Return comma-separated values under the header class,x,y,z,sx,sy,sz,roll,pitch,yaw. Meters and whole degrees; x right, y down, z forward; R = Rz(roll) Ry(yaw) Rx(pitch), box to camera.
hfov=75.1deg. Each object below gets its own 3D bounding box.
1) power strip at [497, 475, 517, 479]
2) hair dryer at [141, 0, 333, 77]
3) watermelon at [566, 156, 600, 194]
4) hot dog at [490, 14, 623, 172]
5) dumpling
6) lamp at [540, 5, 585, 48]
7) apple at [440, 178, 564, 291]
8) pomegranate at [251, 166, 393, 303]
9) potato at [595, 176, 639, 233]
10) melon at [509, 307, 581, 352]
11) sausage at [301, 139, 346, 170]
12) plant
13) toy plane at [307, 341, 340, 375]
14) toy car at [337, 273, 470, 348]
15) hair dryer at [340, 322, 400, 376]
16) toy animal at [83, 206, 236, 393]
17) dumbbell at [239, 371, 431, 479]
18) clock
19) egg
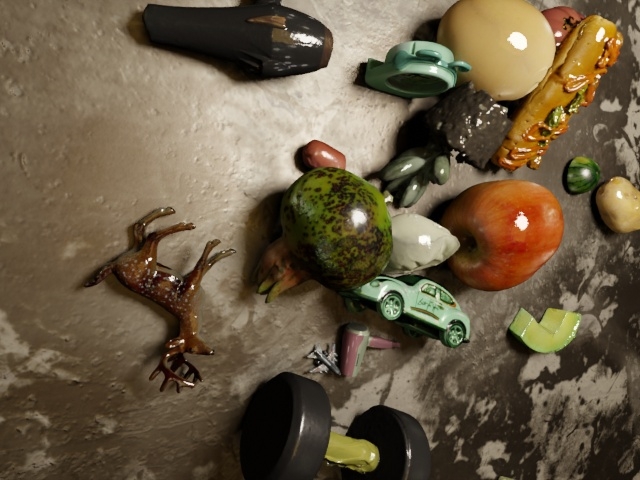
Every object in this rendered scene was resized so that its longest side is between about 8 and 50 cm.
class,x,y,z,sx,sy,sz,roll,pitch,yaw
power strip,0.549,0.712,1.167,0.169,0.028,0.076,27,84,-23
hair dryer,-0.124,-0.458,0.710,0.304,0.120,0.359,4,84,-11
watermelon,0.717,-0.176,1.128,0.106,0.062,0.105,-5,101,-28
hot dog,0.513,-0.298,0.906,0.158,0.117,0.348,-12,138,-51
dumpling,0.182,0.021,0.879,0.181,0.155,0.111,28,46,11
lamp,0.563,-0.459,0.984,0.182,0.140,0.181,-1,92,-22
apple,0.397,-0.014,0.905,0.241,0.242,0.241,-9,100,-26
pomegranate,0.004,0.000,0.767,0.222,0.277,0.204,56,33,7
potato,0.849,-0.098,1.173,0.118,0.109,0.178,-39,106,7
melon,0.599,0.236,1.121,0.210,0.064,0.117,9,93,-23
sausage,0.008,-0.154,0.803,0.094,0.059,0.054,23,92,-28
plant,0.246,-0.177,0.846,0.274,0.149,0.146,-43,124,10
toy plane,0.013,0.252,0.865,0.078,0.031,0.083,-47,111,-13
toy car,0.185,0.130,0.879,0.306,0.136,0.125,28,75,-23
hair dryer,0.115,0.233,0.905,0.154,0.054,0.106,2,100,-29
toy animal,-0.255,0.100,0.712,0.244,0.087,0.259,35,82,-10
dumbbell,0.031,0.394,0.796,0.323,0.204,0.203,28,84,-25
clock,0.188,-0.327,0.797,0.148,0.189,0.060,6,94,-28
egg,0.349,-0.397,0.858,0.245,0.201,0.201,25,85,-24
